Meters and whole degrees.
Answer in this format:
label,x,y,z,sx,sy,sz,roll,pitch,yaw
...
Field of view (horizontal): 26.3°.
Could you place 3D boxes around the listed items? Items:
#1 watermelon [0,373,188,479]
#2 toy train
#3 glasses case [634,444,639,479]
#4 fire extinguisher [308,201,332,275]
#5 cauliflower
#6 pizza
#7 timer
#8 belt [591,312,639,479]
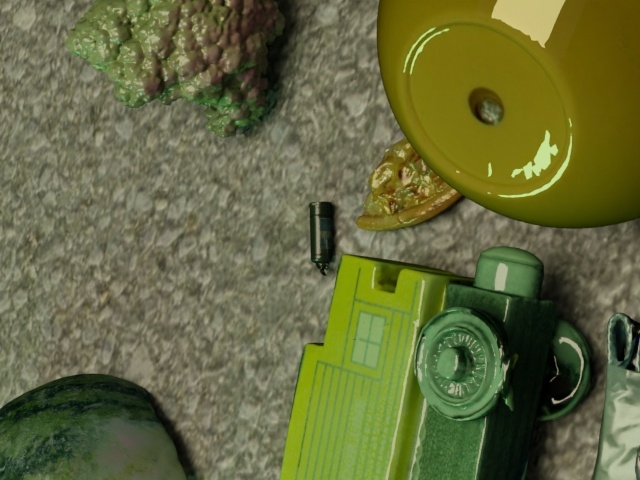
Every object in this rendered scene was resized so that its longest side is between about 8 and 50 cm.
label,x,y,z,sx,sy,sz,roll,pitch,yaw
watermelon,-0.287,0.262,1.630,0.260,0.176,0.256,-23,32,34
toy train,0.094,0.213,1.328,0.272,0.179,0.442,13,93,44
glasses case,0.397,0.154,1.143,0.282,0.067,0.109,-32,79,16
fire extinguisher,0.000,0.000,1.513,0.038,0.025,0.083,148,121,-72
cauliflower,-0.164,-0.251,1.590,0.315,0.239,0.256,165,122,-70
pizza,0.096,-0.065,1.440,0.160,0.036,0.099,-22,71,33
timer,0.245,-0.198,1.189,0.376,0.387,0.376,28,140,27
belt,0.273,0.195,1.247,0.087,0.072,0.302,15,92,31
